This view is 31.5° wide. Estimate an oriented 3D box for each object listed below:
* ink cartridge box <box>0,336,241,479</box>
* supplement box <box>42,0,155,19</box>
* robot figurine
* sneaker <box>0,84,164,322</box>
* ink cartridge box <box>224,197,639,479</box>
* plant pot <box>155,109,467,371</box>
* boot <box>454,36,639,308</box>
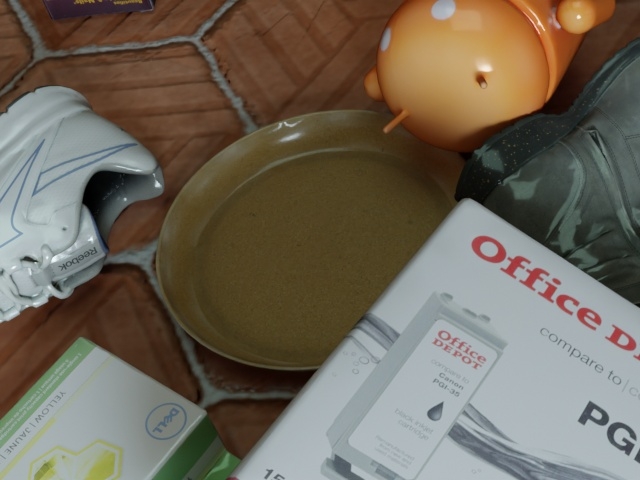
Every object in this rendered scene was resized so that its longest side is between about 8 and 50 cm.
[{"bbox_3d":[-0.115,0.177,0.681,0.235,0.056,0.171,24,60,33],"label":"ink cartridge box"},{"bbox_3d":[-0.219,-0.297,1.014,0.104,0.188,0.080,-4,49,12],"label":"supplement box"},{"bbox_3d":[0.120,-0.147,0.818,0.158,0.128,0.219,21,43,16],"label":"robot figurine"},{"bbox_3d":[-0.235,0.005,0.825,0.129,0.111,0.297,25,62,24],"label":"sneaker"},{"bbox_3d":[0.070,0.139,0.547,0.207,0.117,0.283,34,52,11],"label":"ink cartridge box"},{"bbox_3d":[0.000,0.000,0.811,0.236,0.032,0.236,-7,50,9],"label":"plant pot"},{"bbox_3d":[0.225,-0.038,0.765,0.247,0.083,0.161,-34,65,-21],"label":"boot"}]
